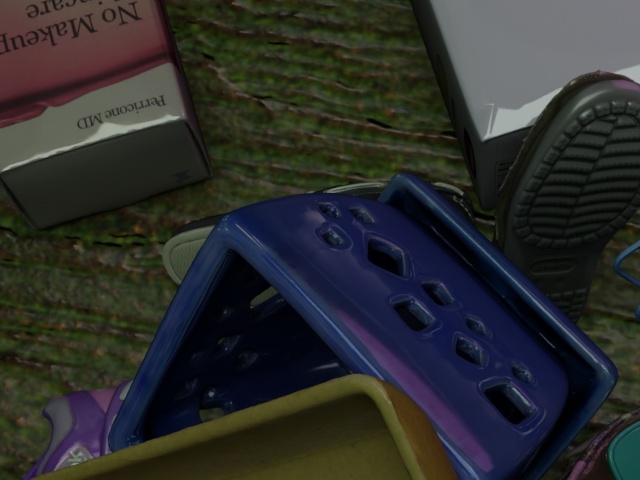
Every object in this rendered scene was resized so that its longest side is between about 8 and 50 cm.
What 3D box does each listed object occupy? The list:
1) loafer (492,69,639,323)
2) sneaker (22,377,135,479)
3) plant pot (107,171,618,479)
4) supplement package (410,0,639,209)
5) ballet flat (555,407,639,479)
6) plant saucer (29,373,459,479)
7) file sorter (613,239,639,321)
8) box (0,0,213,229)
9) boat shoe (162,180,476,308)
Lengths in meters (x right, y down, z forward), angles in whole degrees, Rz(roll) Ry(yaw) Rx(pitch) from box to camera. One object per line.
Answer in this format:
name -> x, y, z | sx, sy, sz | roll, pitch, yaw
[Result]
loafer -> 0.157, -0.031, 1.147 | 0.094, 0.251, 0.087 | 1, 50, -15
sneaker -> -0.166, 0.206, 1.172 | 0.104, 0.095, 0.236 | 1, 67, 13
plant pot -> 0.037, 0.105, 1.091 | 0.236, 0.236, 0.212 | 45, 41, 18
supplement package -> 0.174, -0.189, 1.240 | 0.204, 0.145, 0.262 | -17, 70, -1
ballet flat -> 0.184, 0.175, 1.140 | 0.221, 0.079, 0.077 | -33, 98, -39
plant saucer -> 0.008, 0.246, 0.976 | 0.081, 0.333, 0.333 | -28, 94, -46
file sorter -> 0.288, 0.066, 1.124 | 0.118, 0.104, 0.170 | -36, 55, 24
box -> -0.188, -0.149, 1.270 | 0.148, 0.127, 0.232 | -17, 70, -1
boat shoe -> 0.000, 0.000, 1.241 | 0.233, 0.084, 0.079 | -7, 33, 10
